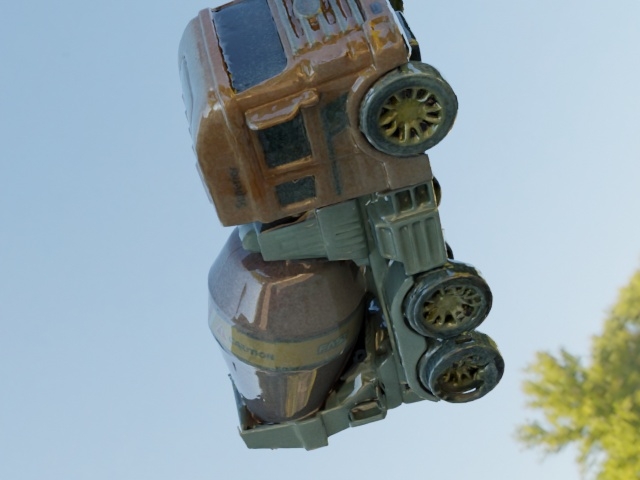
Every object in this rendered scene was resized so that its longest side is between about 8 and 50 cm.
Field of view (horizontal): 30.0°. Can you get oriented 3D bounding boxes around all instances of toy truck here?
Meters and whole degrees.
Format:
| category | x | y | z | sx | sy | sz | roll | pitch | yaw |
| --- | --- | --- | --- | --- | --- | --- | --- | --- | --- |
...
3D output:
| category | x | y | z | sx | sy | sz | roll | pitch | yaw |
| --- | --- | --- | --- | --- | --- | --- | --- | --- | --- |
| toy truck | 0.000 | 0.000 | 0.582 | 0.140 | 0.108 | 0.257 | -17 | -49 | 0 |
